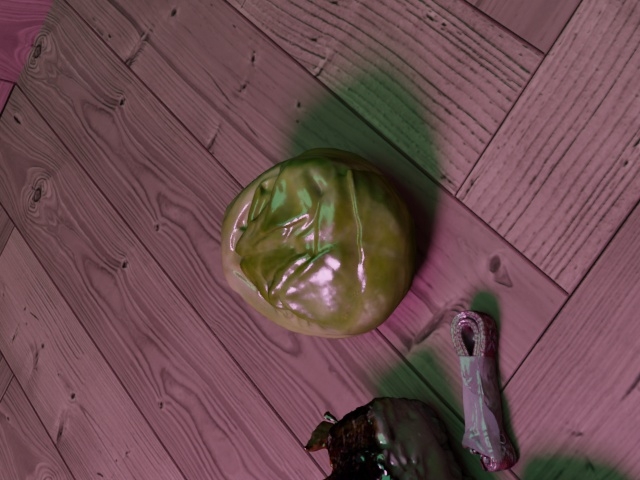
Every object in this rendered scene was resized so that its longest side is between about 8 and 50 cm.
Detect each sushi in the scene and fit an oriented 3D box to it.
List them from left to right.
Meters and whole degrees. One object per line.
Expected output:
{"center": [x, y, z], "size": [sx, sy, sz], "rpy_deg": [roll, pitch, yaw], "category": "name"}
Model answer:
{"center": [0.110, 0.374, 1.418], "size": [0.182, 0.196, 0.343], "rpy_deg": [-39, 60, 23], "category": "sushi"}

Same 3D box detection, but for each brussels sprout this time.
{"center": [0.000, 0.000, 1.541], "size": [0.328, 0.247, 0.328], "rpy_deg": [-8, 77, 37], "category": "brussels sprout"}

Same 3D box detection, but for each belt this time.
{"center": [0.229, 0.215, 1.428], "size": [0.071, 0.053, 0.232], "rpy_deg": [-15, 74, 32], "category": "belt"}
